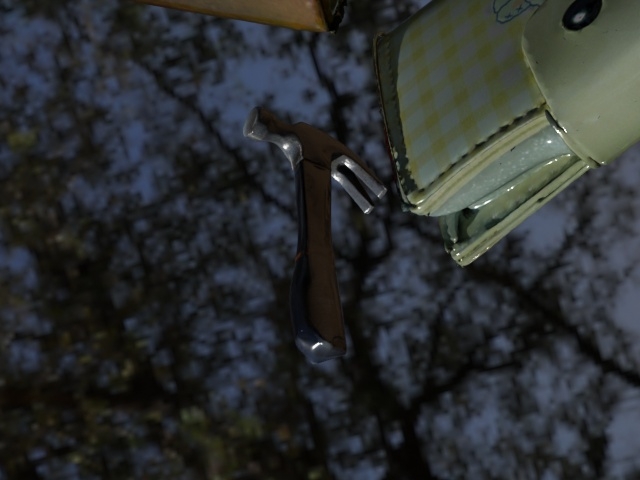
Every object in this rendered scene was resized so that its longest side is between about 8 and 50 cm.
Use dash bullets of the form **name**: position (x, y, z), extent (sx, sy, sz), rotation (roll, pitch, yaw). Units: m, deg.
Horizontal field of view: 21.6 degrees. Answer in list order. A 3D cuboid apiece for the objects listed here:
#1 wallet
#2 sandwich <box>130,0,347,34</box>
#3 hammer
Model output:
- **wallet**: position (0.172, -0.144, 1.030), extent (0.077, 0.309, 0.223), rotation (39, -151, -30)
- **sandwich**: position (-0.084, -0.208, 0.998), extent (0.122, 0.236, 0.128), rotation (-53, -36, -43)
- **hammer**: position (0.000, 0.000, 1.481), extent (0.137, 0.037, 0.289), rotation (22, -143, -22)
